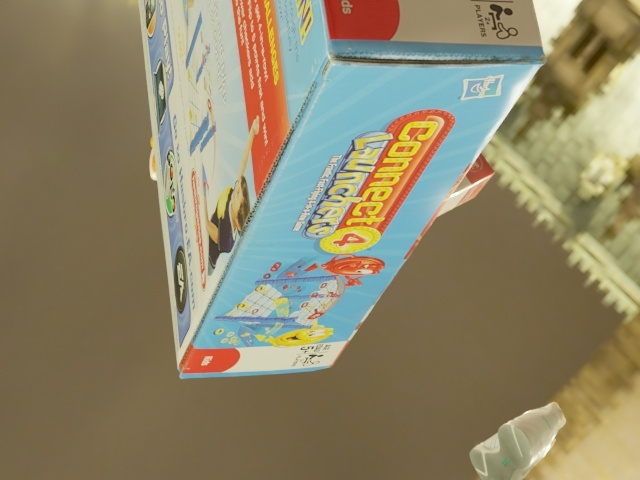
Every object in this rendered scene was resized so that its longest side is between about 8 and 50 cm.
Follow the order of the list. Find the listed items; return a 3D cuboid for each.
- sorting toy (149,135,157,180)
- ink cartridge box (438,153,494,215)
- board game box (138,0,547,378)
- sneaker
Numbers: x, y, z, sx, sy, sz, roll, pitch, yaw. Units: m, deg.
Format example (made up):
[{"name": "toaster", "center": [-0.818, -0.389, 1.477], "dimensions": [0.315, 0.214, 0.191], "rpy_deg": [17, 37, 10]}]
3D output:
[{"name": "sorting toy", "center": [-0.124, -0.097, 1.613], "dimensions": [0.083, 0.075, 0.045], "rpy_deg": [-29, -73, -46]}, {"name": "ink cartridge box", "center": [0.088, -0.072, 1.837], "dimensions": [0.198, 0.067, 0.115], "rpy_deg": [-27, -104, -28]}, {"name": "board game box", "center": [-0.015, -0.133, 0.756], "dimensions": [0.086, 0.302, 0.308], "rpy_deg": [0, -116, -17]}, {"name": "sneaker", "center": [0.186, 0.194, 1.476], "dimensions": [0.061, 0.152, 0.054], "rpy_deg": [-30, -102, -25]}]
